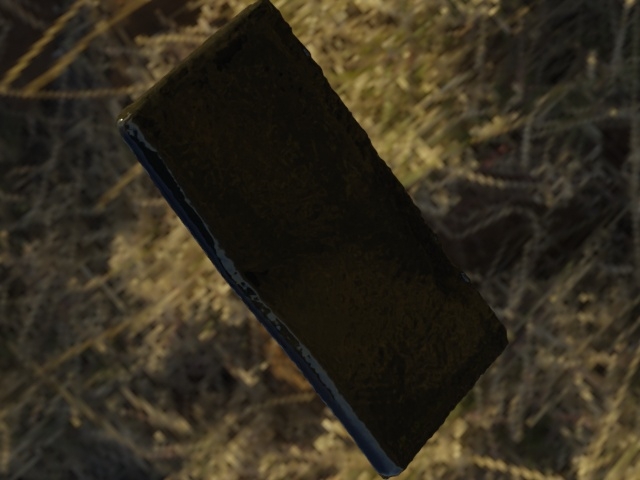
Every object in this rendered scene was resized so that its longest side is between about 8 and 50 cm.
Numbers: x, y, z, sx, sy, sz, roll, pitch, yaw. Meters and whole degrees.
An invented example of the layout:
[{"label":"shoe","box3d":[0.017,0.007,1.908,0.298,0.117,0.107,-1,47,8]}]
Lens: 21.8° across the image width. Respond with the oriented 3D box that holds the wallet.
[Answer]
[{"label":"wallet","box3d":[0.000,0.000,0.890,0.025,0.124,0.244,-15,116,53]}]
